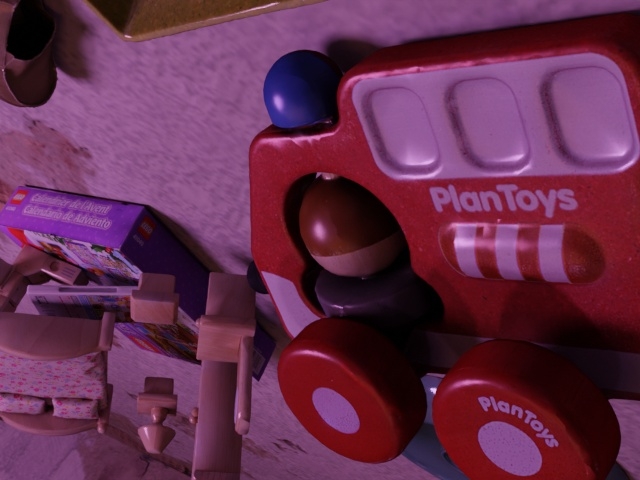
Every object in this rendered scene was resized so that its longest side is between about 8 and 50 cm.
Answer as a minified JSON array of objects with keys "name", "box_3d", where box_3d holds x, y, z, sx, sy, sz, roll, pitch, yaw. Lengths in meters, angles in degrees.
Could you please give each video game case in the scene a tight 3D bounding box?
[{"name":"video game case","box_3d":[-0.235,0.067,0.973,0.122,0.011,0.087,1,155,-3]}]

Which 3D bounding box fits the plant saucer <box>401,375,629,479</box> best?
[{"name":"plant saucer","box_3d":[0.192,0.248,1.072,0.317,0.043,0.317,23,157,10]}]

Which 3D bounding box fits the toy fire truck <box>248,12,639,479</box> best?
[{"name":"toy fire truck","box_3d":[0.074,-0.002,0.556,0.302,0.169,0.254,4,124,42]}]

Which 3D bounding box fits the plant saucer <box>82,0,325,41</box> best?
[{"name":"plant saucer","box_3d":[-0.097,-0.187,0.452,0.188,0.045,0.188,2,147,45]}]

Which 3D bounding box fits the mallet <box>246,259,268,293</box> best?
[{"name":"mallet","box_3d":[0.013,0.065,0.889,0.190,0.039,0.062,34,155,-26]}]

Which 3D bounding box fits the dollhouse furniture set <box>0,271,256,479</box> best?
[{"name":"dollhouse furniture set","box_3d":[-0.255,0.164,0.938,0.355,0.174,0.303,5,147,-8]}]

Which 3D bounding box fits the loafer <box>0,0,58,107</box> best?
[{"name":"loafer","box_3d":[-0.217,-0.140,0.667,0.050,0.056,0.148,28,158,14]}]

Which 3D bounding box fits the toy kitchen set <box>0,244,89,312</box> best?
[{"name":"toy kitchen set","box_3d":[-0.304,0.050,0.978,0.075,0.083,0.068,22,157,13]}]

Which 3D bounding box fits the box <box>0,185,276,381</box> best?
[{"name":"box","box_3d":[-0.202,0.053,1.060,0.201,0.057,0.293,9,151,34]}]
